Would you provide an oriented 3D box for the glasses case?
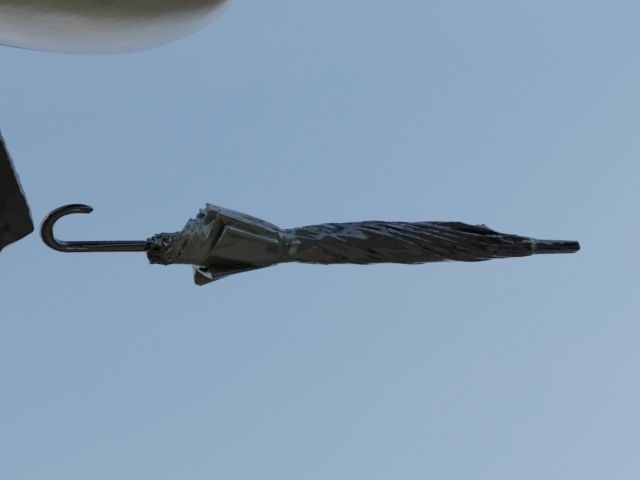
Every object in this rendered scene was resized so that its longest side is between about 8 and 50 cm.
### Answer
[{"bbox_3d":[-0.114,-0.113,0.760,0.081,0.051,0.204,-21,-13,28],"label":"glasses case"}]

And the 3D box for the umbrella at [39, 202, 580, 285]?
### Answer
[{"bbox_3d":[-0.002,0.004,0.844,0.269,0.044,0.044,4,-49,-22],"label":"umbrella"}]

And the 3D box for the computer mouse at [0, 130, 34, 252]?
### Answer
[{"bbox_3d":[-0.357,-0.051,1.667,0.100,0.170,0.269,-26,3,-22],"label":"computer mouse"}]
